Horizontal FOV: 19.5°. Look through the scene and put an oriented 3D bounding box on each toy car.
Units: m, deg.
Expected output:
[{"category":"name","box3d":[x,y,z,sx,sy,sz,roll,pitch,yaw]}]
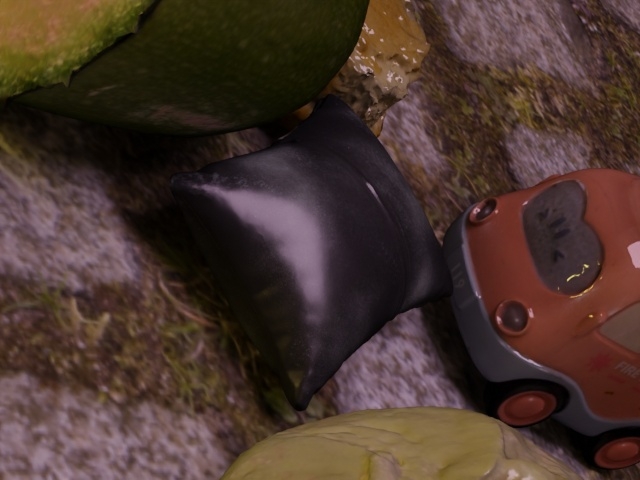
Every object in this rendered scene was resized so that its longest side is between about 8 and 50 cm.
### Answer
[{"category":"toy car","box3d":[0.241,0.046,1.525,0.270,0.212,0.181,26,38,-37]}]

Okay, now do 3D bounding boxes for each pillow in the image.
[{"category":"pillow","box3d":[0.000,0.000,1.346,0.186,0.106,0.250,59,32,-2]}]

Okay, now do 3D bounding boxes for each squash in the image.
[{"category":"squash","box3d":[-0.073,-0.193,1.270,0.309,0.310,0.310,22,41,-46]}]

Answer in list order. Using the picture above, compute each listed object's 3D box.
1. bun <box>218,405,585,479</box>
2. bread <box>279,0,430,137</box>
[{"category":"bun","box3d":[0.088,0.237,1.093,0.361,0.213,0.361,34,32,-25]},{"category":"bread","box3d":[-0.019,-0.184,1.512,0.245,0.121,0.174,49,36,-13]}]
